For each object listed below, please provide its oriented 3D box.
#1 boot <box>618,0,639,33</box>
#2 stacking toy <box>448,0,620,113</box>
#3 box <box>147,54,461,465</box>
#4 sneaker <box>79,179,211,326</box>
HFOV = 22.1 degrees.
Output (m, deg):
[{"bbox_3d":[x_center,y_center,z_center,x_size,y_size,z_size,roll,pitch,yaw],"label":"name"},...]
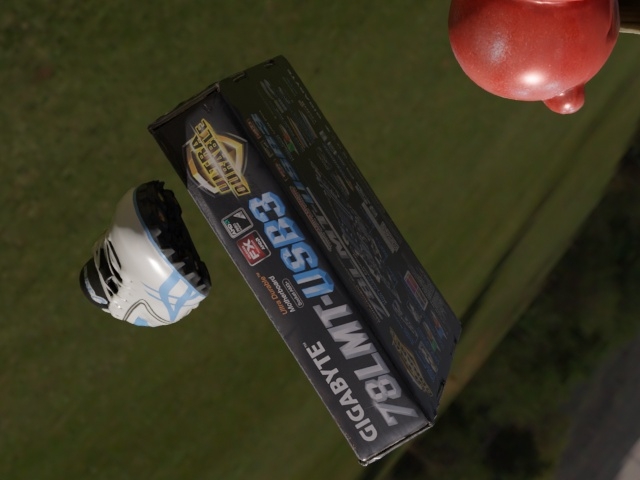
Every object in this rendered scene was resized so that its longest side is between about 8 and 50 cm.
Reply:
[{"bbox_3d":[0.322,-0.257,1.432,0.165,0.213,0.077,-76,153,-42],"label":"boot"},{"bbox_3d":[0.237,-0.114,0.893,0.279,0.309,0.130,-21,136,-29],"label":"stacking toy"},{"bbox_3d":[0.000,0.000,1.297,0.073,0.295,0.293,-32,-175,14],"label":"box"},{"bbox_3d":[-0.125,0.019,1.131,0.086,0.085,0.237,-22,171,-7],"label":"sneaker"}]
